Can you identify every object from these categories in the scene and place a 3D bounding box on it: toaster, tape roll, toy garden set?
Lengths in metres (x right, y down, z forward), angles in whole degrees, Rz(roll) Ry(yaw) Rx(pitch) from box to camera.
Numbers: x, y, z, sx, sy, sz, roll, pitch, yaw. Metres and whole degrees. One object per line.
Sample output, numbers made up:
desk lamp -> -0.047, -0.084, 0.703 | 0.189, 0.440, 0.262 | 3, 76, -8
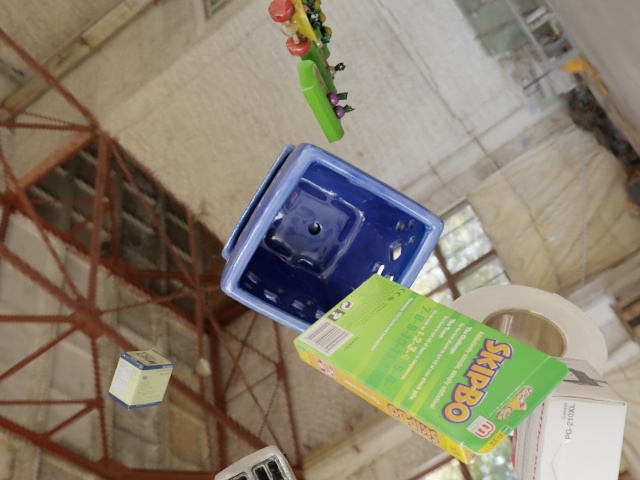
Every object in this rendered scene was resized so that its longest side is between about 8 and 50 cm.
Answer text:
toaster -> -0.128, 0.560, 1.918 | 0.185, 0.168, 0.110 | 59, 171, 38
tape roll -> 0.345, 0.201, 1.506 | 0.286, 0.286, 0.100 | -103, 12, -53
toy garden set -> -0.012, -0.274, 1.035 | 0.204, 0.049, 0.244 | 57, -159, -56

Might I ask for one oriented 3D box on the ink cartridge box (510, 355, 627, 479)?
ink cartridge box -> 0.327, 0.264, 1.173 | 0.237, 0.100, 0.172 | -41, -43, -83

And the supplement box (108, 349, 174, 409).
supplement box -> -0.315, 0.243, 1.525 | 0.056, 0.083, 0.083 | 25, -170, 30

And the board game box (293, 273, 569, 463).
board game box -> 0.100, 0.116, 0.833 | 0.259, 0.124, 0.039 | 23, 143, 49

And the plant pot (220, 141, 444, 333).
plant pot -> 0.000, 0.000, 1.258 | 0.236, 0.236, 0.212 | 29, -176, -17
